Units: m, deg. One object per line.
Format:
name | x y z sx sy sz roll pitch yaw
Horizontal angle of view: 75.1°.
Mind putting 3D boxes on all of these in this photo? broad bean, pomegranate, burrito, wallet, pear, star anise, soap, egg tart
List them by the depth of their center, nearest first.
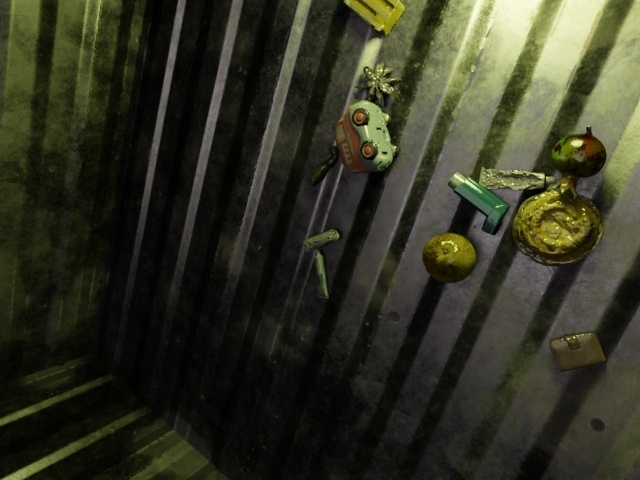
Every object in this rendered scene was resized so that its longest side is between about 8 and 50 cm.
pomegranate | 0.822 -0.245 1.346 0.156 0.156 0.220 23 82 26
egg tart | 0.804 -0.042 1.427 0.278 0.095 0.280 4 98 32
wallet | 0.896 0.387 1.455 0.152 0.038 0.118 -22 87 27
pear | 0.484 0.068 1.577 0.197 0.197 0.198 4 98 30
soap | 0.216 -0.951 1.680 0.233 0.076 0.135 48 117 18
star anise | 0.234 -0.639 1.712 0.180 0.061 0.205 -27 83 30
broad bean | 0.015 -0.332 1.885 0.070 0.048 0.214 44 114 19
burrito | 0.000 0.001 1.929 0.203 0.064 0.064 -23 84 32

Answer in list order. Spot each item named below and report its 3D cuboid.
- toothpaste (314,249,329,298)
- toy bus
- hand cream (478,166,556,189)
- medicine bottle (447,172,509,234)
toothpaste | 0.002 0.160 1.960 0.060 0.038 0.234 -2 98 34
toy bus | 0.172 -0.409 1.716 0.231 0.194 0.288 -18 87 43
hand cream | 0.700 -0.218 1.497 0.256 0.050 0.084 10 104 32
medicine bottle | 0.583 -0.142 1.554 0.258 0.079 0.124 46 118 19
